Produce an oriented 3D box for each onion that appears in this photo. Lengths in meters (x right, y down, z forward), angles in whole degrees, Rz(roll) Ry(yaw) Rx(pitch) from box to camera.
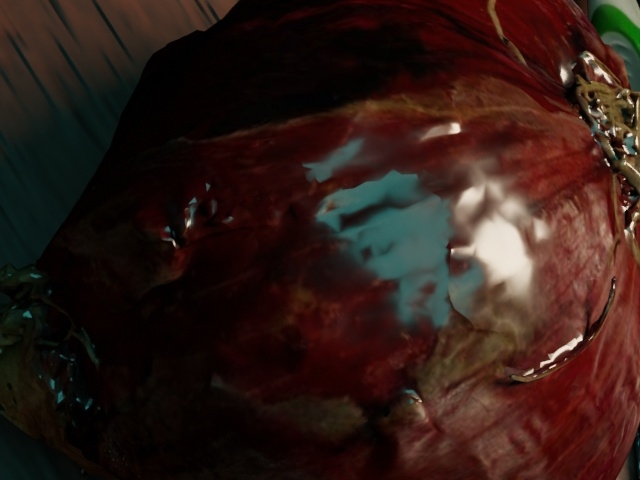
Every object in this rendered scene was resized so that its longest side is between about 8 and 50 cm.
[{"bbox_3d":[0.018,-0.006,0.582,0.221,0.281,0.281,52,58,-40],"label":"onion"}]

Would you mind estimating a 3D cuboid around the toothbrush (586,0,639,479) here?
[{"bbox_3d":[0.147,-0.060,0.721,0.040,0.042,0.418,18,62,-42],"label":"toothbrush"}]
